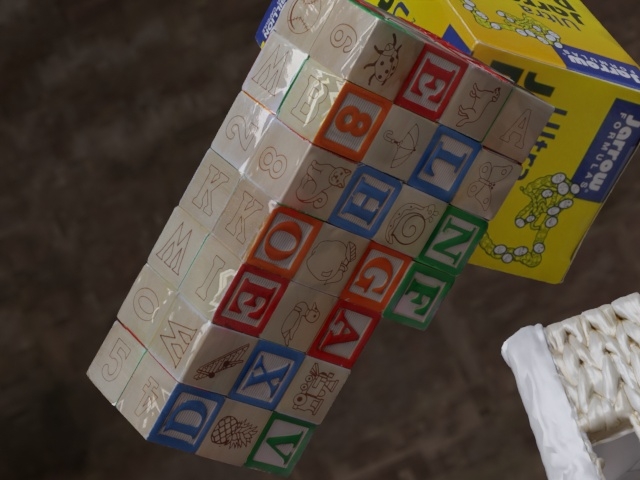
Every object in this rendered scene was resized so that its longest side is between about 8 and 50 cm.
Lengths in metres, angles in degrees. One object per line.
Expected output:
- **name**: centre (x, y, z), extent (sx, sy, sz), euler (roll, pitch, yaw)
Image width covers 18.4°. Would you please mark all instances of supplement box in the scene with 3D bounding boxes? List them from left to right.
- **supplement box**: centre (0.108, -0.152, 1.723), extent (0.195, 0.356, 0.194), euler (13, -63, -28)

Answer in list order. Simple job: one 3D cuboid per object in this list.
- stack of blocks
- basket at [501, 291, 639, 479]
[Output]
- **stack of blocks**: centre (0.000, 0.000, 1.272), extent (0.171, 0.087, 0.297), euler (22, -78, -42)
- **basket**: centre (0.349, 0.229, 1.602), extent (0.266, 0.328, 0.331), euler (-23, -39, 6)
